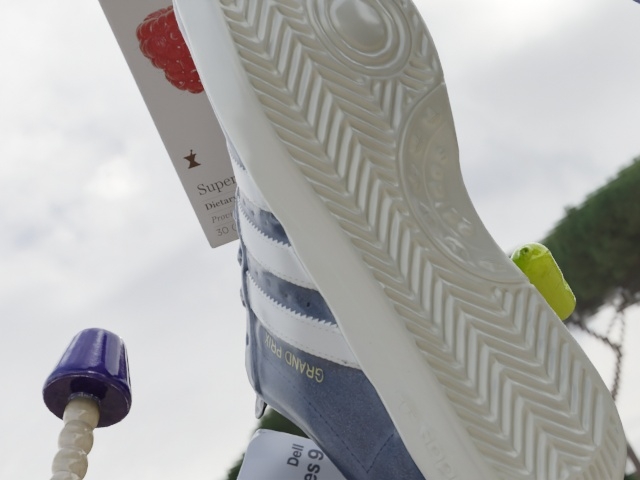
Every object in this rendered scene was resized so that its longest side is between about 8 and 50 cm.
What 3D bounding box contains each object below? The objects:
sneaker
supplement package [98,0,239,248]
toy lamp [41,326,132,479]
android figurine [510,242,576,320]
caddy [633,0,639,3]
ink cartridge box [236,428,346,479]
[{"bbox_3d":[0.000,0.000,0.682,0.131,0.350,0.148,-14,-17,-38],"label":"sneaker"},{"bbox_3d":[-0.064,-0.177,1.120,0.178,0.175,0.293,-21,-64,5],"label":"supplement package"},{"bbox_3d":[-0.201,0.187,1.149,0.080,0.274,0.080,2,-43,2],"label":"toy lamp"},{"bbox_3d":[0.118,0.081,1.379,0.248,0.056,0.273,-26,-46,13],"label":"android figurine"},{"bbox_3d":[0.227,-0.369,1.241,0.179,0.341,0.241,-33,-16,25],"label":"caddy"},{"bbox_3d":[-0.014,0.277,0.769,0.122,0.211,0.289,13,-45,5],"label":"ink cartridge box"}]
